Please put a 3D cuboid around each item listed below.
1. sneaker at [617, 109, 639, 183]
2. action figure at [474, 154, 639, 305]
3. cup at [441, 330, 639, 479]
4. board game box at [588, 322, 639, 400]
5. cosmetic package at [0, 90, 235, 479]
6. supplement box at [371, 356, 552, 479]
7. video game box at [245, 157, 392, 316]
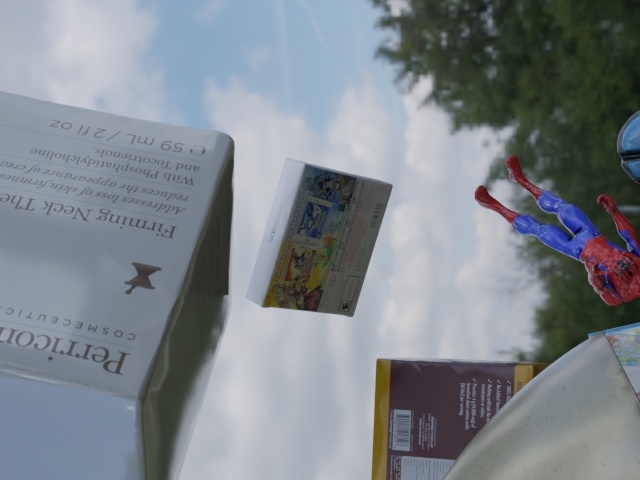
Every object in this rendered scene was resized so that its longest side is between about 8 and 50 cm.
[{"bbox_3d":[0.493,-0.035,1.380,0.125,0.341,0.140,-48,-11,23],"label":"sneaker"},{"bbox_3d":[0.297,-0.019,1.440,0.091,0.280,0.139,-45,-34,-6],"label":"action figure"},{"bbox_3d":[0.241,0.287,1.178,0.331,0.237,0.331,60,-170,-18],"label":"cup"},{"bbox_3d":[0.438,0.156,1.592,0.026,0.154,0.103,18,-121,-65],"label":"board game box"},{"bbox_3d":[-0.298,0.092,1.401,0.327,0.329,0.393,96,-175,-47],"label":"cosmetic package"},{"bbox_3d":[0.176,0.242,1.500,0.129,0.194,0.191,13,-101,-68],"label":"supplement box"},{"bbox_3d":[0.000,0.000,1.705,0.187,0.048,0.205,10,-81,-48],"label":"video game box"}]
